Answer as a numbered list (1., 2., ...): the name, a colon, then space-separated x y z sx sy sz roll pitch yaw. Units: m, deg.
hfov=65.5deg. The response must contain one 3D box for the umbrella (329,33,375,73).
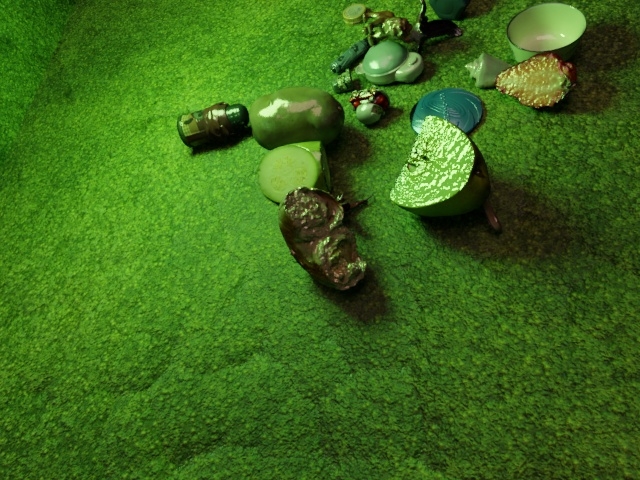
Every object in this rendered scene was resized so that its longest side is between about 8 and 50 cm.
1. umbrella: 0.130 -0.735 1.951 0.250 0.052 0.053 -45 20 -20

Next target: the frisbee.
1. frisbee: 0.415 -0.431 1.657 0.241 0.045 0.242 -10 54 13

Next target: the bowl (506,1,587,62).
1. bowl: 0.735 -0.652 1.634 0.237 0.126 0.238 -9 55 14

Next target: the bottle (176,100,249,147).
1. bottle: -0.401 -0.452 1.905 0.271 0.143 0.156 -13 80 15

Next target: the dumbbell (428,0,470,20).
1. dumbbell: 0.555 -1.005 1.923 0.159 0.144 0.325 24 69 32

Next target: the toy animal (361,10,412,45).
1. toy animal: 0.241 -0.789 1.832 0.157 0.097 0.312 -10 34 3

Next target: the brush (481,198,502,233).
1. brush: 0.442 -0.151 1.455 0.065 0.070 0.328 -30 53 22

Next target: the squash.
1. squash: -0.101 -0.215 1.612 0.260 0.189 0.189 -8 56 10

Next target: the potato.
1. potato: -0.078 -0.411 1.702 0.326 0.221 0.243 -7 12 9

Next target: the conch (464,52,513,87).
1. conch: 0.576 -0.567 1.681 0.176 0.094 0.105 22 51 0

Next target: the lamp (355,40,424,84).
1. lamp: 0.258 -0.656 1.822 0.245 0.108 0.180 21 71 29

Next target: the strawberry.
1. strawberry: 0.694 -0.500 1.573 0.236 0.106 0.175 46 115 33

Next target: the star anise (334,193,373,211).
1. star anise: 0.080 -0.089 1.553 0.141 0.144 0.158 -59 34 35

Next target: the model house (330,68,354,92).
1. model house: 0.079 -0.596 1.871 0.083 0.066 0.079 -14 53 13

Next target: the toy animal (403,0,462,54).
1. toy animal: 0.361 -0.781 1.813 0.160 0.272 0.197 -36 86 37

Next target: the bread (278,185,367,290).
1. bread: 0.001 0.004 1.428 0.171 0.192 0.314 -34 83 -27

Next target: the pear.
1. pear: 0.363 -0.184 1.394 0.292 0.159 0.293 -16 66 41

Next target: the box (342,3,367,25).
1. box: 0.147 -0.954 2.101 0.105 0.037 0.106 -9 55 13

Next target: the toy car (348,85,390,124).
1. toy car: 0.165 -0.461 1.738 0.139 0.112 0.112 3 75 33
